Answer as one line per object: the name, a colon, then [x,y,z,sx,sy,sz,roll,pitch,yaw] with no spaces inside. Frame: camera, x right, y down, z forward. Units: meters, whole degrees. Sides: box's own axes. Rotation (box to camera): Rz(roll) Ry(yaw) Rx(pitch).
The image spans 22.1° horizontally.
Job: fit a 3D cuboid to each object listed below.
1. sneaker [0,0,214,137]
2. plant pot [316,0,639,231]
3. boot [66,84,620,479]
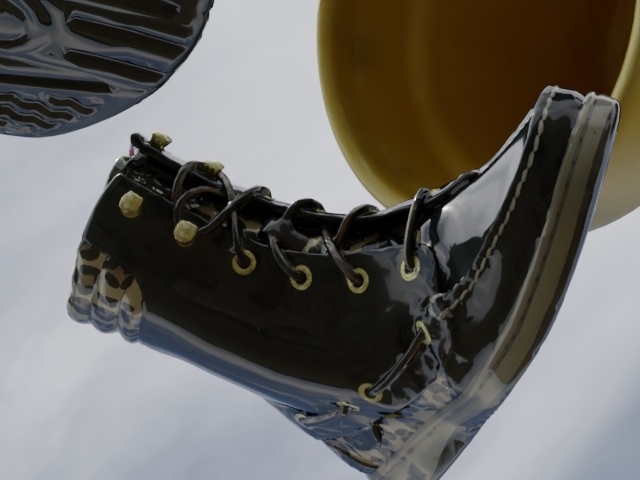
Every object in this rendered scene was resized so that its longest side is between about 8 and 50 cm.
sneaker: [-0.055,-0.127,0.425,0.087,0.130,0.227,15,-39,-11]
plant pot: [0.166,-0.122,0.972,0.239,0.254,0.254,4,-69,-41]
boot: [-0.001,0.002,0.640,0.178,0.085,0.236,26,-39,1]
